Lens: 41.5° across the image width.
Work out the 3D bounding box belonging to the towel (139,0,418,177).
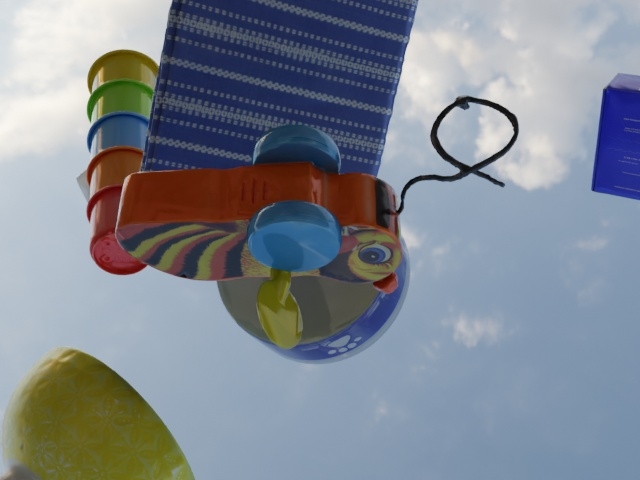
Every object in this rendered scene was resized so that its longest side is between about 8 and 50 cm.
[{"bbox_3d":[-0.034,-0.173,0.808,0.243,0.336,0.040,8,-169,-24],"label":"towel"}]

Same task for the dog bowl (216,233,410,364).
[{"bbox_3d":[-0.012,0.036,1.200,0.265,0.104,0.264,-7,-112,17],"label":"dog bowl"}]

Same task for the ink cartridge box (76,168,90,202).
[{"bbox_3d":[-0.177,-0.123,1.184,0.207,0.283,0.117,-33,-86,-51],"label":"ink cartridge box"}]

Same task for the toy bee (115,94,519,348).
[{"bbox_3d":[0.000,0.000,0.670,0.298,0.162,0.195,10,-121,25],"label":"toy bee"}]

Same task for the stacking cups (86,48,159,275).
[{"bbox_3d":[-0.208,-0.092,0.932,0.096,0.096,0.316,-15,-136,-2],"label":"stacking cups"}]

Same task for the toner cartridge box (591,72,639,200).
[{"bbox_3d":[0.561,-0.120,1.154,0.348,0.165,0.075,15,-144,28],"label":"toner cartridge box"}]

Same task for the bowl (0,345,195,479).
[{"bbox_3d":[-0.308,0.292,1.054,0.289,0.289,0.156,31,-133,23],"label":"bowl"}]
